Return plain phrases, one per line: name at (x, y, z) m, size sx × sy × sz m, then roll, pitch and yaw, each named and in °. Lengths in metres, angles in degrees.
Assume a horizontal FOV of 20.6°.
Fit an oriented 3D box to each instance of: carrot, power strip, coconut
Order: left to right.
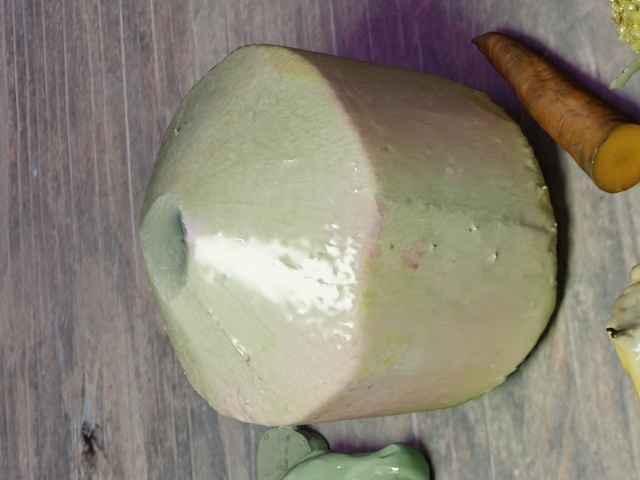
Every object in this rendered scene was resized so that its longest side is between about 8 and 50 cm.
power strip at (-0.030, 0.280, 1.629) m, size 0.080 × 0.029 × 0.227 m, roll 2°, pitch 87°, yaw 50°
coconut at (0.000, 0.000, 1.391) m, size 0.297 × 0.309 × 0.297 m, roll -9°, pitch 79°, yaw 52°
carrot at (0.182, -0.118, 1.390) m, size 0.224 × 0.057 × 0.057 m, roll 52°, pitch 126°, yaw 48°

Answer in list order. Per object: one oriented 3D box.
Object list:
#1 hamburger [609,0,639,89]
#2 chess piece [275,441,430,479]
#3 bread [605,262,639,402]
hamburger at (0.284, -0.187, 1.183) m, size 0.262 × 0.138 × 0.243 m, roll -46°, pitch 53°, yaw 38°
chess piece at (0.038, 0.286, 1.463) m, size 0.176 × 0.175 × 0.298 m, roll -57°, pitch 34°, yaw 31°
bread at (0.290, 0.039, 1.070) m, size 0.184 × 0.211 × 0.224 m, roll -92°, pitch 16°, yaw -62°
